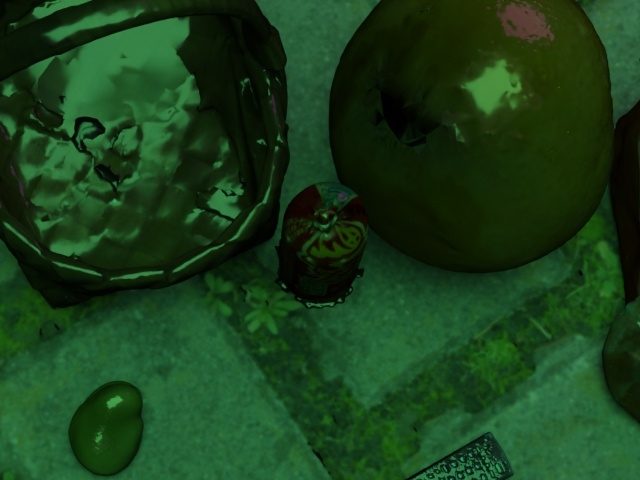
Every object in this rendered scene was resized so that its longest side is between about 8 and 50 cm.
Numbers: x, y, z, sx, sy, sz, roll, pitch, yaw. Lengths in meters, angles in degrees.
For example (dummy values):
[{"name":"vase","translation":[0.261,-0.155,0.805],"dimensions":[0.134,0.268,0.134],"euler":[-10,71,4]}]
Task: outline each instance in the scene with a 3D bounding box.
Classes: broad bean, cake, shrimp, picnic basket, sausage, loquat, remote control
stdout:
[{"name":"broad bean","translation":[-0.183,0.160,1.669],"dimensions":[0.063,0.045,0.083],"euler":[19,84,-10]},{"name":"cake","translation":[0.314,-0.020,1.718],"dimensions":[0.098,0.135,0.287],"euler":[-6,97,-9]},{"name":"shrimp","translation":[0.363,0.132,1.677],"dimensions":[0.251,0.052,0.143],"euler":[33,104,-2]},{"name":"picnic basket","translation":[-0.170,-0.129,1.599],"dimensions":[0.293,0.337,0.337],"euler":[-19,78,-7]},{"name":"sausage","translation":[0.000,0.000,1.603],"dimensions":[0.083,0.264,0.083],"euler":[0,81,-1]},{"name":"loquat","translation":[0.133,-0.103,1.637],"dimensions":[0.263,0.263,0.263],"euler":[1,76,-2]},{"name":"remote control","translation":[0.091,0.218,1.675],"dimensions":[0.152,0.027,0.043],"euler":[-27,73,-10]}]
